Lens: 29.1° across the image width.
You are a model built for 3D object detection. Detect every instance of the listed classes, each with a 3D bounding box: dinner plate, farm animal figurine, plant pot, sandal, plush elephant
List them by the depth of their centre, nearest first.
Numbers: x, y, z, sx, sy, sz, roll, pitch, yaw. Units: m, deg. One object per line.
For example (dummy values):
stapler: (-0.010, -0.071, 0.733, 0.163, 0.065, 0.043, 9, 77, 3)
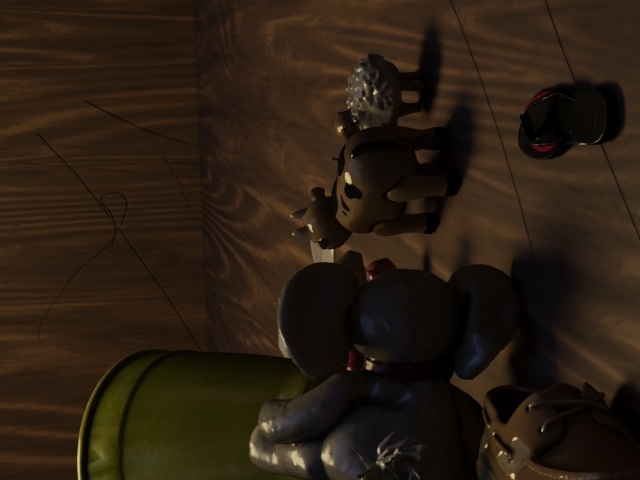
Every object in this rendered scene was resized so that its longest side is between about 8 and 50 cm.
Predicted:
sandal: (0.214, -0.111, 1.134, 0.179, 0.040, 0.067, 177, 89, -77)
plush elephant: (0.077, 0.144, 1.335, 0.330, 0.272, 0.255, 118, 162, -79)
farm animal figurine: (0.058, -0.019, 1.536, 0.327, 0.172, 0.330, 100, 161, -45)
plant pot: (-0.099, 0.314, 1.796, 0.353, 0.366, 0.366, -14, 77, 33)
dinner plate: (0.000, 0.000, 2.132, 0.141, 0.017, 0.141, 175, 90, -78)

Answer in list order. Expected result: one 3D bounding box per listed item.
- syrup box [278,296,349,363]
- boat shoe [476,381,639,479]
syrup box: (-0.001, 0.172, 2.011, 0.237, 0.093, 0.096, -130, 39, -68)
boat shoe: (0.206, 0.182, 1.079, 0.341, 0.122, 0.110, 162, 103, -78)
